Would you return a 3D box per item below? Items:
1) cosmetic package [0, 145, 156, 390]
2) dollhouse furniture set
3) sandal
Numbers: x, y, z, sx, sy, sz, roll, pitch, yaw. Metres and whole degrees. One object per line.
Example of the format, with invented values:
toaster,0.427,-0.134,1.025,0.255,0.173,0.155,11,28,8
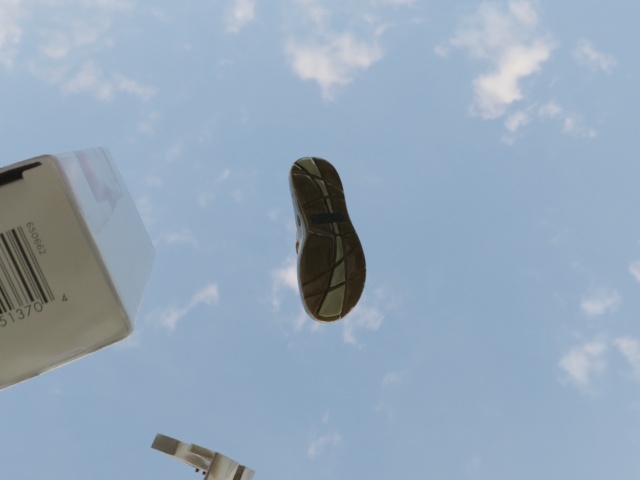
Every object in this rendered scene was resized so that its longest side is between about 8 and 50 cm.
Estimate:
cosmetic package,-0.228,0.008,0.569,0.153,0.296,0.129,-23,-79,-8
dollhouse furniture set,-0.195,0.380,1.085,0.151,0.144,0.123,7,-116,34
sandal,0.000,0.000,0.729,0.072,0.049,0.180,-1,-116,-21
